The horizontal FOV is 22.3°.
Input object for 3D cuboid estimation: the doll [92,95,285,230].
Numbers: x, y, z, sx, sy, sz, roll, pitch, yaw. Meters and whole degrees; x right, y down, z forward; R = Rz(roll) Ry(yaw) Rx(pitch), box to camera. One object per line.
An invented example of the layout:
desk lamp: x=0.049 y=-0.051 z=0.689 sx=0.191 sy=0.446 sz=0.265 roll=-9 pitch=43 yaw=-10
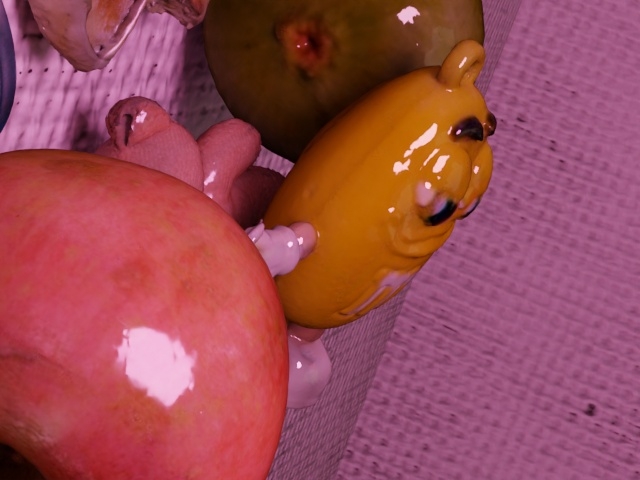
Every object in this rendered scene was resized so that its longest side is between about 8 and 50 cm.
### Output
doll: x=-0.144 y=-0.034 z=1.576 sx=0.303 sy=0.156 sz=0.201 roll=9 pitch=100 yaw=-63

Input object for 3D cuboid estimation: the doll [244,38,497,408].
doll: x=-0.003 y=0.016 z=1.535 sx=0.348 sy=0.161 sz=0.423 roll=-35 pitch=161 yaw=-29

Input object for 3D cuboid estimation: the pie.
pie: x=-0.141 y=-0.303 z=1.362 sx=0.337 sy=0.075 sz=0.337 roll=19 pitch=90 yaw=-73

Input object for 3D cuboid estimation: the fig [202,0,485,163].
fig: x=0.032 y=-0.227 z=1.692 sx=0.316 sy=0.316 sz=0.316 roll=-60 pitch=165 yaw=-27

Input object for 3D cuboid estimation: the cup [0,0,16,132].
cup: x=-0.346 y=-0.045 z=0.757 sx=0.292 sy=0.308 sz=0.242 roll=-54 pitch=130 yaw=-39

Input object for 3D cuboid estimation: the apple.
apple: x=-0.202 y=0.102 z=1.227 sx=0.364 sy=0.364 sz=0.364 roll=-60 pitch=165 yaw=-27
